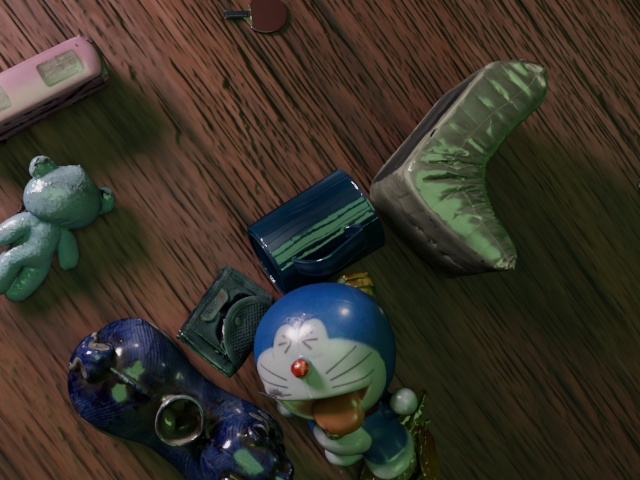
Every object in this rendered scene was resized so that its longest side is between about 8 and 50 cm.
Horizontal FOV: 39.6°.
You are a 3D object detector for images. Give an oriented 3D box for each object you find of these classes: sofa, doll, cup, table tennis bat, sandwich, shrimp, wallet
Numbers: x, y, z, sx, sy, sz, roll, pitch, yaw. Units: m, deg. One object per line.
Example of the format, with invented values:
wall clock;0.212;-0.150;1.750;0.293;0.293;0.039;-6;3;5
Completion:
sofa;0.196;-0.087;1.114;0.176;0.210;0.225;41;77;-6
doll;-0.333;-0.014;1.057;0.180;0.075;0.120;-51;137;7
doll;0.016;0.172;1.039;0.161;0.215;0.257;-57;132;-45
cup;-0.006;-0.009;1.088;0.138;0.150;0.113;-32;84;-12
table tennis bat;-0.084;-0.296;1.165;0.083;0.007;0.050;-4;87;-16
sandwich;0.022;0.075;1.110;0.093;0.105;0.036;-6;65;-19
shrimp;0.110;0.296;1.141;0.115;0.051;0.217;15;84;-16
wallet;-0.110;0.096;1.087;0.088;0.026;0.129;40;48;-10

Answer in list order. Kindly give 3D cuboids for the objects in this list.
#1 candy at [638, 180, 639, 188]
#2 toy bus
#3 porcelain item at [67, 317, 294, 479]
candy;0.515;-0.029;1.275;0.088;0.038;0.136;-14;81;-1
toy bus;-0.347;-0.169;1.048;0.203;0.090;0.063;-32;92;-15
porcelain item;-0.160;0.204;1.015;0.288;0.186;0.138;38;79;-7
